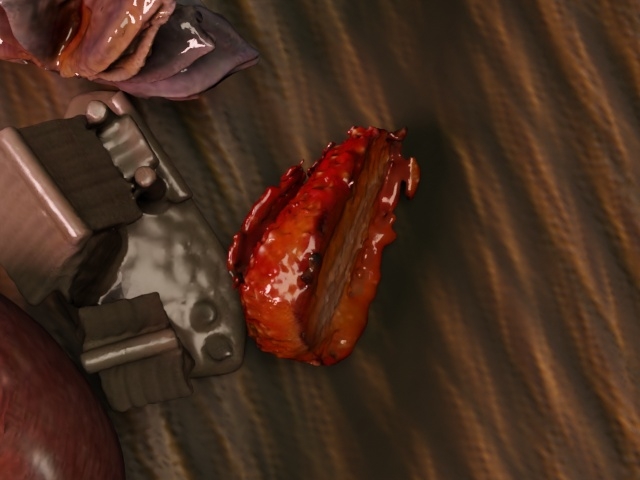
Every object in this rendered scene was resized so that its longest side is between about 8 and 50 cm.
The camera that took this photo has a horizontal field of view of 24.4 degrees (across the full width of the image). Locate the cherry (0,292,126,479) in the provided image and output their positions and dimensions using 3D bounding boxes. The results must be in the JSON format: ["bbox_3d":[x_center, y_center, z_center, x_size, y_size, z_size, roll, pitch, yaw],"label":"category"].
[{"bbox_3d":[-0.250,0.137,0.889,0.261,0.307,0.221,0,45,2],"label":"cherry"}]

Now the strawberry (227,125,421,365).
[{"bbox_3d":[0.000,0.000,1.042,0.082,0.121,0.188,10,58,28],"label":"strawberry"}]

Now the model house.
[{"bbox_3d":[-0.142,0.003,0.978,0.122,0.188,0.229,-30,86,4],"label":"model house"}]

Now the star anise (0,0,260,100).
[{"bbox_3d":[-0.148,-0.149,0.978,0.229,0.236,0.093,13,93,-21],"label":"star anise"}]
